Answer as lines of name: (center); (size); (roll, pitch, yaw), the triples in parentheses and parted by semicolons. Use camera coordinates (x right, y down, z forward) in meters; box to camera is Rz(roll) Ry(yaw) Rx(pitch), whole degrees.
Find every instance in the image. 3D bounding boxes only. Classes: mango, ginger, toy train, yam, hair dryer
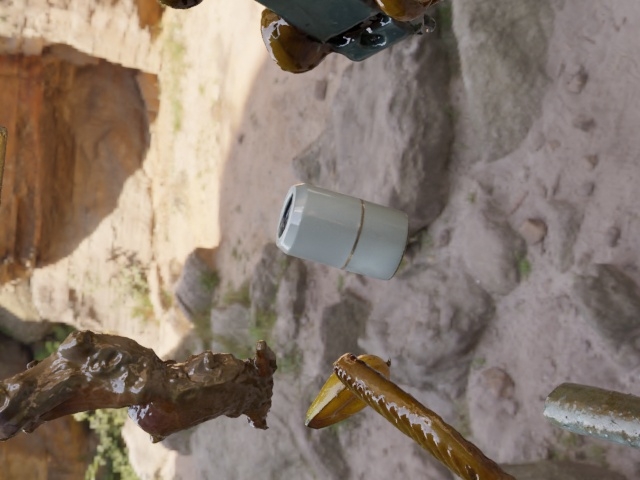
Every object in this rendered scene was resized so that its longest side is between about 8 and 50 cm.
mango: (0.049, 0.263, 1.383); (0.187, 0.101, 0.066); (-41, 48, -3)
ginger: (-0.185, 0.150, 0.803); (0.084, 0.290, 0.122); (-116, 35, -53)
toy train: (-0.016, -0.294, 0.703); (0.163, 0.369, 0.231); (-19, 63, 39)
yam: (0.505, 0.300, 1.344); (0.259, 0.093, 0.093); (3, 88, 55)
hair dryer: (0.000, 0.000, 1.253); (0.357, 0.173, 0.107); (156, 130, -75)

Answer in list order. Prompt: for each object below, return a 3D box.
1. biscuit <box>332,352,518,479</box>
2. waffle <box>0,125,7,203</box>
biscuit: (0.142, 0.237, 0.926); (0.040, 0.318, 0.318); (-51, 24, -7)
waffle: (-0.464, -0.099, 1.041); (0.021, 0.092, 0.134); (-39, 50, 50)
